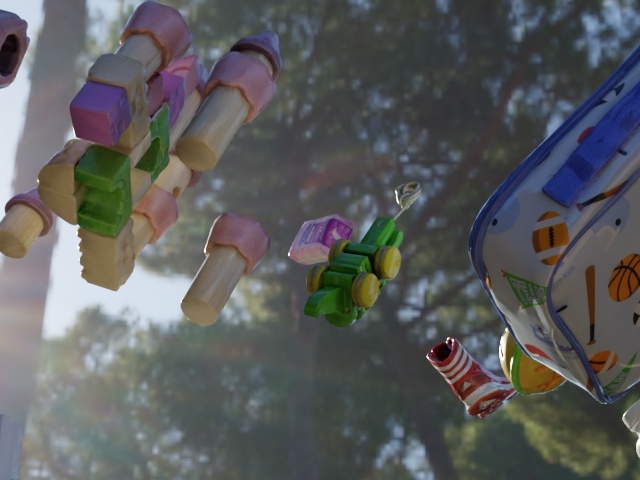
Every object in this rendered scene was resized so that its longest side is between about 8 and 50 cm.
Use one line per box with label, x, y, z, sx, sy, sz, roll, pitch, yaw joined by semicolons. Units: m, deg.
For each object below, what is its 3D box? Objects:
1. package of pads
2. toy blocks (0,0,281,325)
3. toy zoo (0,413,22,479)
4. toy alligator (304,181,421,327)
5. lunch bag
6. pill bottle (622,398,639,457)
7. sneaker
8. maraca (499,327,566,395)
package of pads;0.000;0.000;1.651;0.032;0.050;0.083;31;-19;-22
toy blocks;-0.187;-0.125;1.491;0.309;0.260;0.288;17;-42;12
toy zoo;-0.349;0.245;1.173;0.293;0.192;0.030;-14;-42;27
toy alligator;0.043;0.021;1.229;0.056;0.189;0.051;9;-51;31
lunch bag;0.262;-0.035;1.133;0.115;0.303;0.243;35;-12;42
pill bottle;0.508;0.299;2.013;0.103;0.184;0.103;-28;-27;-16
sneaker;0.241;0.204;2.255;0.087;0.128;0.221;-37;-15;5
maraca;0.299;0.145;1.904;0.099;0.127;0.186;25;6;32
